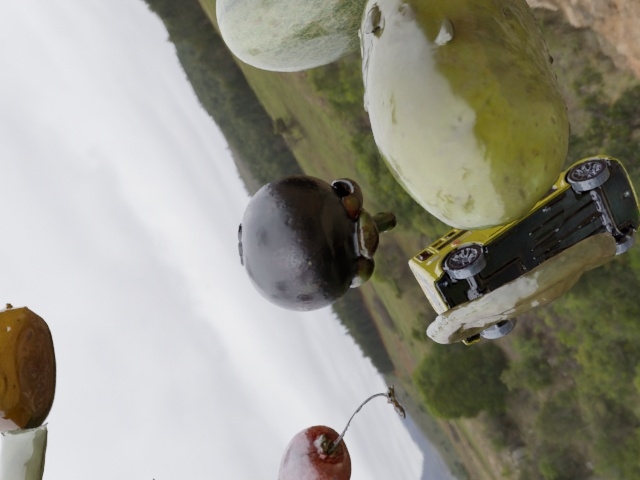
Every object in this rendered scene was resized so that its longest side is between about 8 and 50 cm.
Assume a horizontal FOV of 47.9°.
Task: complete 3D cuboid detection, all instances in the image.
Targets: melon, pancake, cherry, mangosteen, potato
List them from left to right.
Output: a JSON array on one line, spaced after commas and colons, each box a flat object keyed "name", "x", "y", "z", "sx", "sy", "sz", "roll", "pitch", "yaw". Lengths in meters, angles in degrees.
[{"name": "melon", "x": -0.017, "y": -0.405, "z": 1.162, "sx": 0.248, "sy": 0.329, "sz": 0.248, "roll": 51, "pitch": -153, "yaw": -39}, {"name": "mangosteen", "x": 0.000, "y": 0.000, "z": 1.014, "sx": 0.194, "sy": 0.231, "sz": 0.194, "roll": 174, "pitch": 90, "yaw": -85}, {"name": "cherry", "x": 0.024, "y": 0.288, "z": 0.976, "sx": 0.090, "sy": 0.225, "sz": 0.107, "roll": 34, "pitch": -149, "yaw": -29}, {"name": "potato", "x": 0.095, "y": -0.142, "z": 0.591, "sx": 0.111, "sy": 0.160, "sz": 0.271, "roll": 24, "pitch": -130, "yaw": -52}, {"name": "pancake", "x": 0.224, "y": 0.062, "z": 0.807, "sx": 0.223, "sy": 0.236, "sz": 0.042, "roll": -12, "pitch": -109, "yaw": -47}]

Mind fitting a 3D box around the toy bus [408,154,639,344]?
[{"name": "toy bus", "x": 0.306, "y": 0.000, "z": 1.082, "sx": 0.145, "sy": 0.331, "sz": 0.151, "roll": 58, "pitch": 175, "yaw": -24}]

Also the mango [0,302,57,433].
[{"name": "mango", "x": -0.662, "y": 0.277, "z": 1.551, "sx": 0.201, "sy": 0.153, "sz": 0.287, "roll": 29, "pitch": -127, "yaw": -63}]

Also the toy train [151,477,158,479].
[{"name": "toy train", "x": -0.321, "y": 0.512, "z": 1.265, "sx": 0.060, "sy": 0.081, "sz": 0.202, "roll": 58, "pitch": -136, "yaw": -25}]

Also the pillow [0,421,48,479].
[{"name": "pillow", "x": -0.569, "y": 0.450, "z": 1.358, "sx": 0.053, "sy": 0.119, "sz": 0.208, "roll": 33, "pitch": -129, "yaw": -54}]
